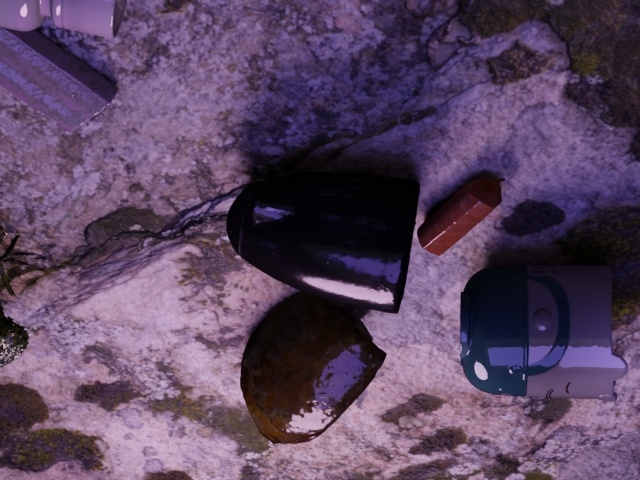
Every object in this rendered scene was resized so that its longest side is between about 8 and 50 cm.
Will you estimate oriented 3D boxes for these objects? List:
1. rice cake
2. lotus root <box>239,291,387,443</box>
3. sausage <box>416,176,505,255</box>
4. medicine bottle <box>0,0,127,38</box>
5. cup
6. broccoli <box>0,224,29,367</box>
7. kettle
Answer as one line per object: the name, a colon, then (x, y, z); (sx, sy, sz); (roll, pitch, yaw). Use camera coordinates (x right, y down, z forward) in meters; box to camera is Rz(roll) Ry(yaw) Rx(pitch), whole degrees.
rice cake: (-0.445, -0.268, 1.824); (0.298, 0.050, 0.106); (36, 129, -27)
lotus root: (-0.042, 0.223, 2.198); (0.142, 0.210, 0.314); (25, 120, -33)
sausage: (0.224, -0.043, 1.967); (0.065, 0.065, 0.169); (28, 134, -20)
medicine bottle: (-0.431, -0.384, 1.589); (0.378, 0.213, 0.213); (12, 135, -6)
cup: (0.359, 0.154, 2.063); (0.257, 0.219, 0.290); (1, 167, 7)
broccoli: (-0.611, 0.091, 2.071); (0.321, 0.283, 0.304); (27, -179, 17)
kettle: (0.000, 0.000, 1.961); (0.290, 0.207, 0.268); (8, 164, 7)
